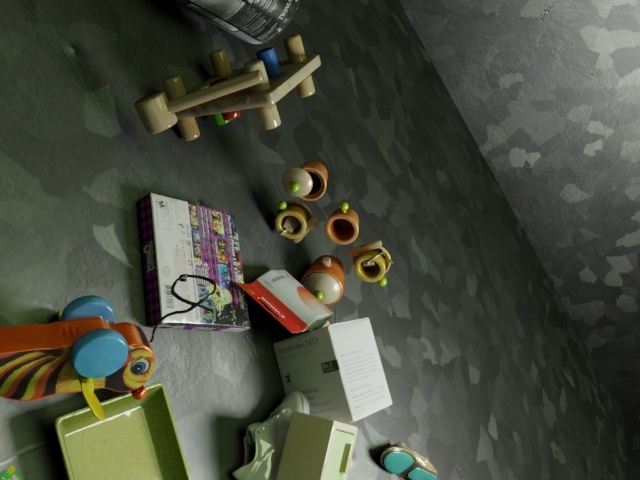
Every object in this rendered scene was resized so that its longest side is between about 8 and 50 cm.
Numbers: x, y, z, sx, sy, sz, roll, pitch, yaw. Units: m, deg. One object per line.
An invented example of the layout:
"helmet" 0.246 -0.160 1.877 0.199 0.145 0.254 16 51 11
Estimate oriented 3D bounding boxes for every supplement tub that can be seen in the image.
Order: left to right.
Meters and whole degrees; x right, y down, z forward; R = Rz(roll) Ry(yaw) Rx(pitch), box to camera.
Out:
"supplement tub" -0.218 -0.576 1.348 0.338 0.207 0.207 14 61 -52

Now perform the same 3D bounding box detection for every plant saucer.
"plant saucer" -0.281 0.318 0.895 0.188 0.045 0.189 -8 78 -56

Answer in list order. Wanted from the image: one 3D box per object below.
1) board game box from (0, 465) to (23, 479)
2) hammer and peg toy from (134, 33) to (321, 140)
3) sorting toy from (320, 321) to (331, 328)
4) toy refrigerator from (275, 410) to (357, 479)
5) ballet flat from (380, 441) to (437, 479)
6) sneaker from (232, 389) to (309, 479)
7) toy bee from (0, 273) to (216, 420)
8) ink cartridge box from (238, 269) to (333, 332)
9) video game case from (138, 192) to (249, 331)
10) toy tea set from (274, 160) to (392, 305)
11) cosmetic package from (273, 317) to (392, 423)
"board game box" -0.318 0.388 0.721 0.039 0.124 0.260 -25 87 -15
"hammer and peg toy" -0.166 -0.275 1.204 0.361 0.265 0.127 -57 137 -53
"sorting toy" 0.012 0.218 1.400 0.062 0.012 0.083 61 30 -19
"toy refrigerator" -0.018 0.439 1.070 0.102 0.094 0.270 39 60 -54
"ballet flat" 0.196 0.509 1.465 0.206 0.073 0.067 44 13 -36
"sneaker" -0.090 0.346 1.132 0.094 0.080 0.212 40 43 -15
"toy bee" -0.290 0.166 0.853 0.195 0.298 0.162 -103 -166 -56
"ink cartridge box" -0.064 0.113 1.225 0.145 0.045 0.179 40 7 17
"video game case" -0.224 0.045 1.134 0.210 0.041 0.232 13 61 -52
"toy tea set" 0.000 0.000 1.340 0.336 0.200 0.124 56 27 -19
"cosmetic package" 0.025 0.266 1.264 0.151 0.151 0.184 -2 73 -54
